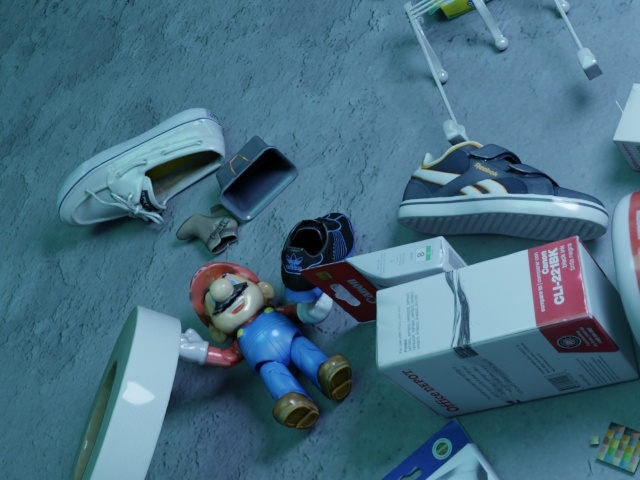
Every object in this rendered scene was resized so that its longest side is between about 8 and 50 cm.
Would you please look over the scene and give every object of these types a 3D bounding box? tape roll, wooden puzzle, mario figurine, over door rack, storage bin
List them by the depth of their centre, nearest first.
[{"bbox_3d":[0.366,0.250,1.142,0.083,0.006,0.049,17,75,41],"label":"wooden puzzle"},{"bbox_3d":[-0.305,0.288,1.413,0.392,0.072,0.392,-161,90,-75],"label":"tape roll"},{"bbox_3d":[-0.104,0.132,1.428,0.320,0.198,0.170,41,131,37],"label":"mario figurine"},{"bbox_3d":[0.275,-0.300,1.463,0.239,0.108,0.324,-28,51,21],"label":"over door rack"},{"bbox_3d":[-0.126,-0.121,1.664,0.135,0.098,0.091,-45,37,6],"label":"storage bin"}]

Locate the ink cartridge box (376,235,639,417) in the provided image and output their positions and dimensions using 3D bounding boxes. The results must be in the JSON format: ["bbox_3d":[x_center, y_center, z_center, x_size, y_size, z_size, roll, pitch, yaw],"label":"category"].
[{"bbox_3d":[0.230,0.118,1.188,0.273,0.197,0.114,-18,53,26],"label":"ink cartridge box"}]

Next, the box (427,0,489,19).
[{"bbox_3d":[0.263,-0.447,1.606,0.179,0.043,0.105,-20,54,23],"label":"box"}]

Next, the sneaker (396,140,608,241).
[{"bbox_3d":[0.254,-0.074,1.334,0.321,0.126,0.127,5,73,39],"label":"sneaker"}]

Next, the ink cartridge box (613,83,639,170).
[{"bbox_3d":[0.462,-0.144,1.248,0.143,0.092,0.090,12,72,41],"label":"ink cartridge box"}]

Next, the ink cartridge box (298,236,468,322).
[{"bbox_3d":[0.107,0.079,1.311,0.224,0.181,0.056,-15,53,28],"label":"ink cartridge box"}]

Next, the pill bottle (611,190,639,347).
[{"bbox_3d":[0.524,0.011,1.030,0.363,0.210,0.210,-14,57,29],"label":"pill bottle"}]

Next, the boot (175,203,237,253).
[{"bbox_3d":[-0.200,-0.010,1.681,0.118,0.042,0.087,-35,51,14],"label":"boot"}]

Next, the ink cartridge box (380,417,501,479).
[{"bbox_3d":[0.140,0.369,1.207,0.223,0.045,0.224,-43,47,7],"label":"ink cartridge box"}]

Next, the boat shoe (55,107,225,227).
[{"bbox_3d":[-0.332,-0.095,1.778,0.367,0.136,0.156,-27,54,8],"label":"boat shoe"}]

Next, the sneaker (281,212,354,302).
[{"bbox_3d":[0.000,0.000,1.431,0.081,0.090,0.232,6,30,14],"label":"sneaker"}]
